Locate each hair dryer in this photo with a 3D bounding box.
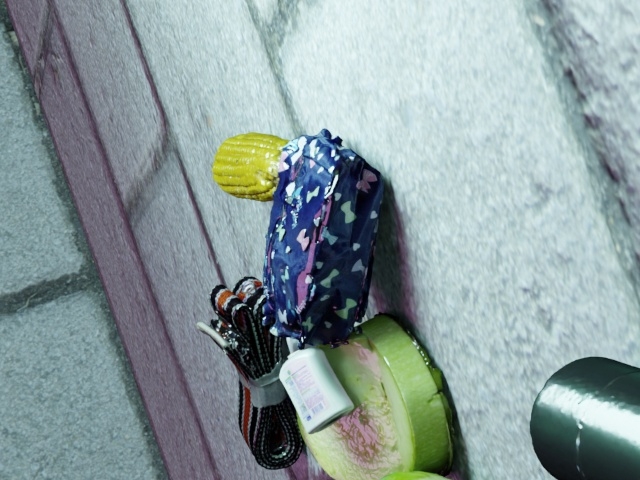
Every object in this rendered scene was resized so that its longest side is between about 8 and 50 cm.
[{"bbox_3d":[0.309,0.249,1.041,0.302,0.116,0.244,65,164,-17],"label":"hair dryer"}]

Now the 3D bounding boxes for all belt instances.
[{"bbox_3d":[-0.100,0.220,2.131,0.094,0.126,0.359,35,146,46],"label":"belt"}]

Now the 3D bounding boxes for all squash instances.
[{"bbox_3d":[0.071,0.203,1.617,0.220,0.133,0.220,43,142,47],"label":"squash"}]

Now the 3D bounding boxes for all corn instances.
[{"bbox_3d":[-0.080,-0.099,1.801,0.262,0.097,0.097,15,122,67],"label":"corn"}]

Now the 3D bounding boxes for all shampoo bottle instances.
[{"bbox_3d":[-0.009,0.178,1.606,0.072,0.043,0.099,-41,70,35],"label":"shampoo bottle"}]

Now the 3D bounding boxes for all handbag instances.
[{"bbox_3d":[0.000,0.000,1.586,0.162,0.113,0.260,32,118,56],"label":"handbag"}]

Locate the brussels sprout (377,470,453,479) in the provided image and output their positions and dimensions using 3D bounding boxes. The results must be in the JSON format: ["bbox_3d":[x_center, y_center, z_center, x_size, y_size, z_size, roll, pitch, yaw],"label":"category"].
[{"bbox_3d":[0.114,0.346,1.528,0.161,0.181,0.144,48,159,27],"label":"brussels sprout"}]

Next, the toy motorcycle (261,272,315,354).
[{"bbox_3d":[-0.022,0.075,1.831,0.151,0.074,0.228,-120,30,-45],"label":"toy motorcycle"}]
